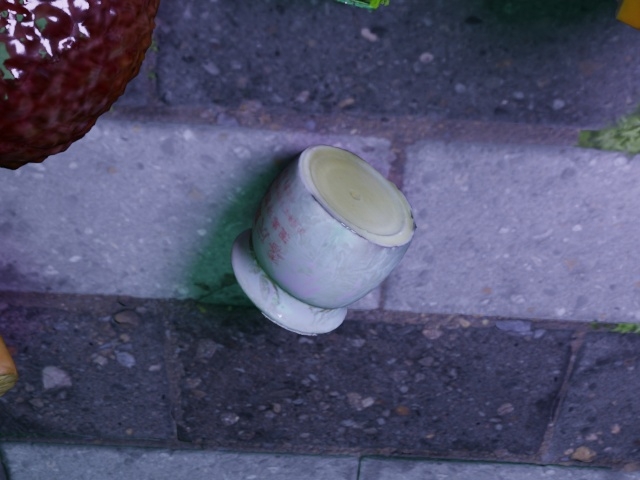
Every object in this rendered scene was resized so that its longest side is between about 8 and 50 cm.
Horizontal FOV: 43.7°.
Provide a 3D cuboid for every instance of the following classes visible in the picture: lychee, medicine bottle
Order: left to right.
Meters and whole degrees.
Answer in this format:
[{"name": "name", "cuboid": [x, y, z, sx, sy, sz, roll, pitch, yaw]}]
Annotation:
[{"name": "lychee", "cuboid": [-0.252, -0.188, 0.610, 0.260, 0.261, 0.261, 0, 126, 0]}, {"name": "medicine bottle", "cuboid": [0.000, 0.000, 0.796, 0.147, 0.147, 0.143, 28, 124, -18]}]

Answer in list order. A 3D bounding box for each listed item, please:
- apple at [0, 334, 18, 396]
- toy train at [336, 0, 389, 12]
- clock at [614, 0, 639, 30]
[{"name": "apple", "cuboid": [-0.496, 0.122, 0.835, 0.309, 0.252, 0.314, -27, 119, 0]}, {"name": "toy train", "cuboid": [-0.030, -0.246, 0.658, 0.202, 0.081, 0.060, 12, 126, -8]}, {"name": "clock", "cuboid": [0.282, -0.224, 0.530, 0.235, 0.310, 0.166, 9, 127, -6]}]
